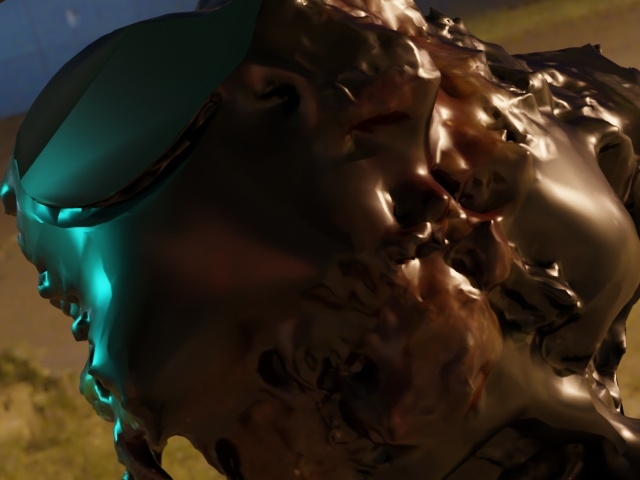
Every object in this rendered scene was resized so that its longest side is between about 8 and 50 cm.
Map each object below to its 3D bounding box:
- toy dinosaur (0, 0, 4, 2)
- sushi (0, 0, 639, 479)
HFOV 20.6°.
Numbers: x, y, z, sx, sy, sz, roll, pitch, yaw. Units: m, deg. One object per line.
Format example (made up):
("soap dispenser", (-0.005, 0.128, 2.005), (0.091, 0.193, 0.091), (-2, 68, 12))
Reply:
("toy dinosaur", (-0.051, -0.194, 0.975), (0.329, 0.076, 0.144), (-26, 11, 1))
("sushi", (0.000, 0.000, 0.468), (0.153, 0.150, 0.172), (-34, 42, 23))
